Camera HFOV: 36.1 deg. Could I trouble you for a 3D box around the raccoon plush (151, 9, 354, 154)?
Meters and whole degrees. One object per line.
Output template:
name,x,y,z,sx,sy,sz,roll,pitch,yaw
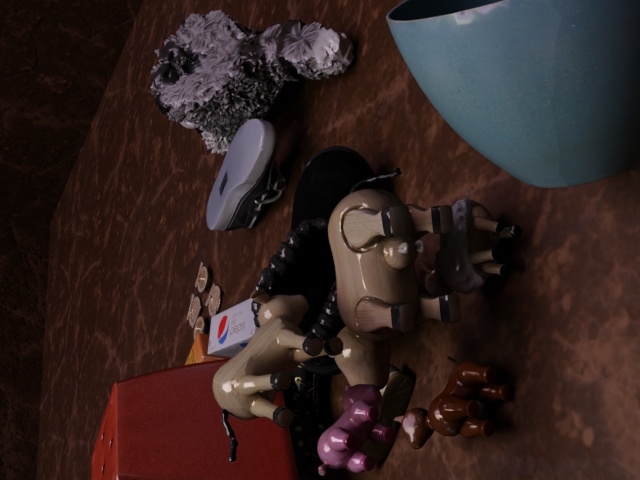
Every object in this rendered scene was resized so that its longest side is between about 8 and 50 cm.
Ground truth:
raccoon plush,-0.099,-0.245,1.802,0.446,0.299,0.216,15,76,34

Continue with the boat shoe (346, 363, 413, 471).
boat shoe,0.073,0.233,1.289,0.152,0.056,0.049,-62,23,12

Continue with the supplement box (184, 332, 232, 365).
supplement box,-0.232,0.293,1.876,0.078,0.080,0.233,-113,40,-55

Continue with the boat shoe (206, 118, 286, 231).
boat shoe,-0.117,-0.108,1.780,0.306,0.105,0.113,121,146,-48

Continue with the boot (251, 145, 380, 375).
boot,0.004,0.001,1.295,0.260,0.131,0.348,59,-149,-69

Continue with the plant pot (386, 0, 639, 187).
plant pot,0.228,-0.164,0.920,0.290,0.290,0.195,25,137,65

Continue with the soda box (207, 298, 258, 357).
soda box,-0.126,0.155,1.721,0.216,0.069,0.074,-27,54,58

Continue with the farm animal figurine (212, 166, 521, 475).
farm animal figurine,0.043,0.087,1.066,0.172,0.330,0.326,-4,74,54

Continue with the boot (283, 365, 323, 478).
boot,-0.017,0.226,1.449,0.236,0.085,0.178,-57,36,41

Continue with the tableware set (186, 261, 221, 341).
tableware set,-0.246,0.135,2.042,0.141,0.020,0.168,-69,26,18

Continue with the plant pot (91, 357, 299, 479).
plant pot,-0.196,0.335,1.405,0.267,0.236,0.267,-105,31,-48
